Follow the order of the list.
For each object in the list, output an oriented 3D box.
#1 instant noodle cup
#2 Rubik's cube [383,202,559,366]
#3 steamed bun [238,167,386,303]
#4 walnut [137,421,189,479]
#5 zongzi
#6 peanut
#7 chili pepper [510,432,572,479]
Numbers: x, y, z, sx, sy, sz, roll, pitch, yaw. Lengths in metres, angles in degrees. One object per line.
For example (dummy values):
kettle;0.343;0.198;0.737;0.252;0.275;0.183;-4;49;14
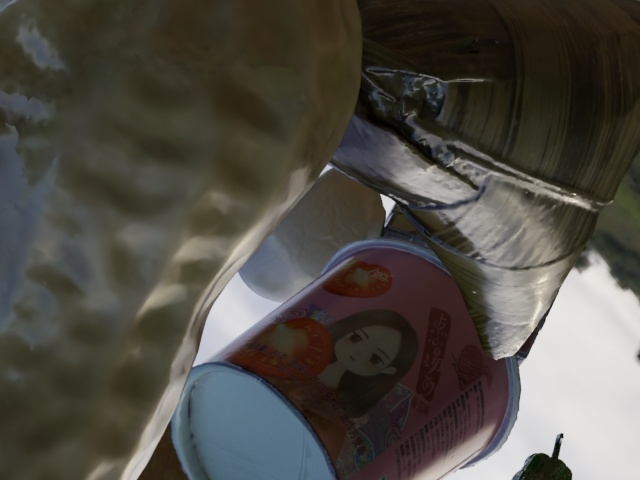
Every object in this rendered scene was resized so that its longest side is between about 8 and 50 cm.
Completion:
instant noodle cup;0.015;0.147;0.931;0.231;0.243;0.243;-28;-101;-43
Rubik's cube;0.181;0.080;1.531;0.319;0.319;0.264;33;-139;-38
steamed bun;0.000;0.000;1.384;0.130;0.177;0.228;48;-133;4
walnut;-0.236;0.308;1.379;0.225;0.225;0.260;-1;-83;-63
zongzi;0.078;-0.023;0.676;0.286;0.288;0.134;-6;-145;-36
peanut;-0.093;0.010;0.364;0.136;0.298;0.120;31;179;-43
chili pepper;0.272;0.359;1.411;0.257;0.074;0.100;-37;-70;-52
